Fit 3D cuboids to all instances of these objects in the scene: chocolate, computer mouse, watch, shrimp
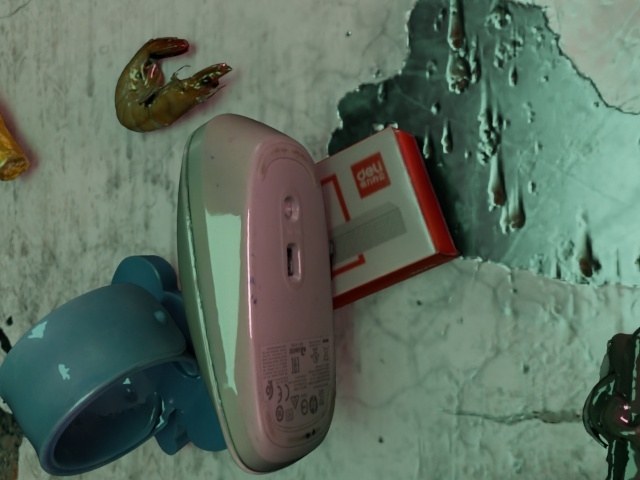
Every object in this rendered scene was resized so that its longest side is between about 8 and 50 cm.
[{"bbox_3d":[-0.409,-0.148,1.128,0.219,0.085,0.085,43,109,23],"label":"chocolate"},{"bbox_3d":[-0.060,0.041,0.805,0.097,0.159,0.288,-3,88,25],"label":"computer mouse"},{"bbox_3d":[-0.186,0.130,0.894,0.211,0.193,0.211,13,109,42],"label":"watch"},{"bbox_3d":[-0.149,-0.165,1.002,0.162,0.045,0.095,-17,59,34],"label":"shrimp"}]

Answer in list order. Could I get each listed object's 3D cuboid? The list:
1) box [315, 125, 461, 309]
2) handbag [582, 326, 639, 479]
[{"bbox_3d":[0.000,0.000,0.892,0.229,0.050,0.123,-24,76,28],"label":"box"},{"bbox_3d":[0.292,0.189,0.613,0.260,0.079,0.247,7,80,-2],"label":"handbag"}]
